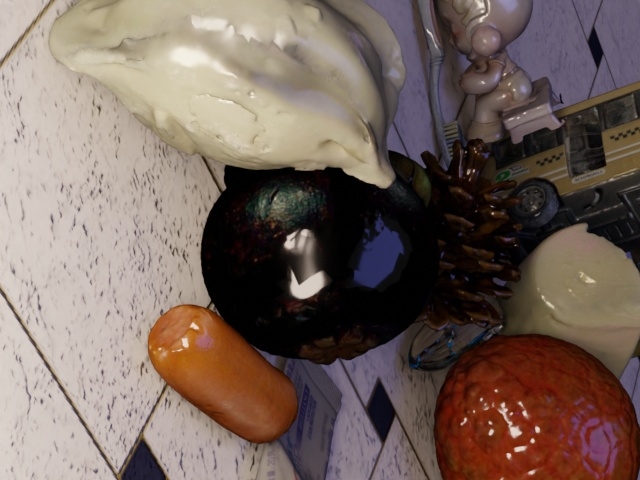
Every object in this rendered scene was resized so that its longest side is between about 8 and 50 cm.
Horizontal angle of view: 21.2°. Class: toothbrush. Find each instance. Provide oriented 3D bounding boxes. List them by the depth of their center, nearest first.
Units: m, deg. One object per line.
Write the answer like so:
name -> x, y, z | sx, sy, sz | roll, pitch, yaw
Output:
toothbrush -> 0.133, -0.272, 2.112 | 0.028, 0.037, 0.375 | -11, 89, -65

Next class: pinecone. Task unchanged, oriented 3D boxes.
pinecone -> 0.141, -0.007, 1.902 | 0.185, 0.168, 0.212 | -49, 139, -73

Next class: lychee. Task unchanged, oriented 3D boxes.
lychee -> 0.258, 0.236, 1.968 | 0.300, 0.255, 0.255 | 20, 62, -31

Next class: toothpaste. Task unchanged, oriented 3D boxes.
toothpaste -> -0.023, 0.217, 1.650 | 0.282, 0.068, 0.099 | -76, 172, -48

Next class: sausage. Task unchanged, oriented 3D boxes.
sausage -> -0.084, 0.125, 1.537 | 0.197, 0.076, 0.076 | 46, 44, -49

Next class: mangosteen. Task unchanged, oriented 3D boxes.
mangosteen -> 0.000, 0.000, 1.585 | 0.243, 0.243, 0.243 | 27, 58, -57

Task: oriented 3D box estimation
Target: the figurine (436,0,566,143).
figurine -> 0.221, -0.256, 2.158 | 0.182, 0.144, 0.257 | -43, 116, -54

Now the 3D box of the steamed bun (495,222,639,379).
steamed bun -> 0.318, 0.080, 2.115 | 0.200, 0.225, 0.170 | 13, 53, -12

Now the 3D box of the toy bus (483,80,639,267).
toy bus -> 0.393, -0.090, 2.204 | 0.177, 0.365, 0.202 | 51, 28, -45

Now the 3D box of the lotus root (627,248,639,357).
lotus root -> 0.426, 0.058, 2.468 | 0.124, 0.123, 0.241 | -44, 123, -68

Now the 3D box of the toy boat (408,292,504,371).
toy boat -> 0.152, 0.108, 2.003 | 0.084, 0.066, 0.210 | 51, 35, 6

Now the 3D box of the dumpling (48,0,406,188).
dumpling -> -0.057, -0.175, 1.464 | 0.318, 0.187, 0.243 | 24, 49, -11
